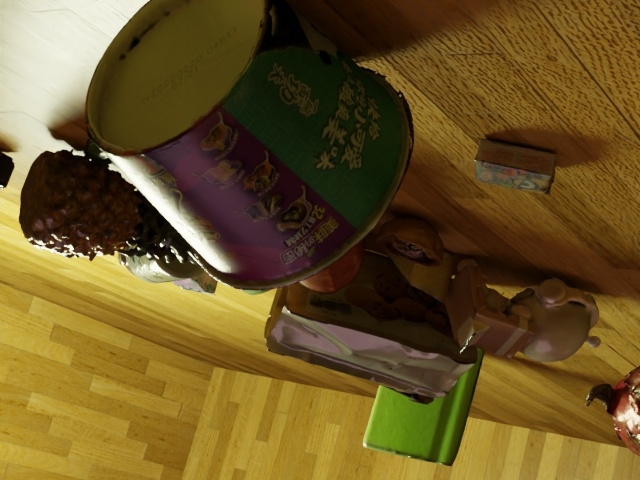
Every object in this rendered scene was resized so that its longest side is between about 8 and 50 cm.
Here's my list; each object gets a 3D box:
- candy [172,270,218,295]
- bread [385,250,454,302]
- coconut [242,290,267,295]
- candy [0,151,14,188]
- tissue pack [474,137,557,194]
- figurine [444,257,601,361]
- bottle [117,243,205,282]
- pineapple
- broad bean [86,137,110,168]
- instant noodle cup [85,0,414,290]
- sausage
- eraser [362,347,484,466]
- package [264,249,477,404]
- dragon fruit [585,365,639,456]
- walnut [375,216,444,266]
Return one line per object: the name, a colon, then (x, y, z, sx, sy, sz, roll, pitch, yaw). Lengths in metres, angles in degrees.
candy: (-0.265, 0.056, 2.166, 0.092, 0.073, 0.160, 10, 166, 17)
bread: (0.137, 0.046, 1.646, 0.084, 0.080, 0.109, 28, 161, -32)
coconut: (-0.118, 0.063, 2.020, 0.083, 0.082, 0.081, 29, -163, -17)
candy: (-0.621, -0.166, 1.679, 0.088, 0.061, 0.312, 7, 164, 36)
tissue pack: (0.208, -0.078, 1.150, 0.083, 0.035, 0.063, 12, 166, 14)
figurine: (0.313, 0.111, 1.629, 0.237, 0.141, 0.162, 8, 143, -10)
bottle: (-0.287, 0.019, 1.937, 0.120, 0.120, 0.253, 21, 165, -24)
pineapple: (-0.297, -0.032, 1.690, 0.341, 0.169, 0.169, 16, 169, -35)
broad bean: (-0.286, -0.132, 1.474, 0.060, 0.043, 0.297, 4, 173, -25)
instant noodle cup: (-0.071, -0.108, 0.945, 0.251, 0.251, 0.190, 5, 153, 39)
sausage: (0.002, 0.002, 1.512, 0.133, 0.133, 0.258, 14, 165, 8)
eraser: (0.230, 0.352, 2.385, 0.210, 0.274, 0.092, 11, 165, 15)
package: (0.076, 0.137, 1.723, 0.311, 0.221, 0.165, 18, 126, -9)
dragon fruit: (0.620, 0.301, 1.882, 0.282, 0.210, 0.147, 16, 163, -16)
walnut: (0.130, -0.005, 1.506, 0.091, 0.052, 0.121, 9, 163, 32)
